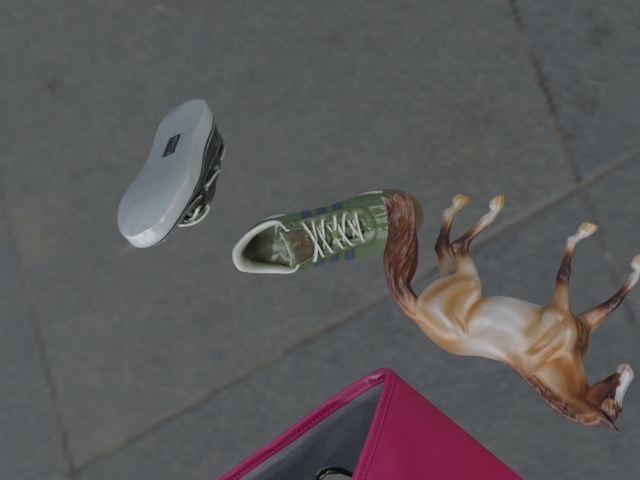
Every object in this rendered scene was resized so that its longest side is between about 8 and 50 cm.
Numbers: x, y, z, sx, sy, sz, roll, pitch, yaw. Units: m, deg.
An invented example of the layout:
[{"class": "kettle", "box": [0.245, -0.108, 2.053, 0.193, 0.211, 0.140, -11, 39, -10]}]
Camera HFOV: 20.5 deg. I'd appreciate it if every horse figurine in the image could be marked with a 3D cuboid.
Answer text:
[{"class": "horse figurine", "box": [0.160, 0.051, 1.532, 0.263, 0.066, 0.174, 20, 70, 14]}]

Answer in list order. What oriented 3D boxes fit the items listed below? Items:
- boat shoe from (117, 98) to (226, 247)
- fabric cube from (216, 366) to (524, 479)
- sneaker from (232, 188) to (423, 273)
[{"class": "boat shoe", "box": [-0.133, -0.054, 1.731, 0.078, 0.070, 0.219, -18, 31, 26]}, {"class": "fabric cube", "box": [0.034, 0.293, 1.201, 0.254, 0.258, 0.259, -39, 19, 38]}, {"class": "sneaker", "box": [0.000, 0.000, 1.708, 0.192, 0.086, 0.064, -9, 102, 33]}]
